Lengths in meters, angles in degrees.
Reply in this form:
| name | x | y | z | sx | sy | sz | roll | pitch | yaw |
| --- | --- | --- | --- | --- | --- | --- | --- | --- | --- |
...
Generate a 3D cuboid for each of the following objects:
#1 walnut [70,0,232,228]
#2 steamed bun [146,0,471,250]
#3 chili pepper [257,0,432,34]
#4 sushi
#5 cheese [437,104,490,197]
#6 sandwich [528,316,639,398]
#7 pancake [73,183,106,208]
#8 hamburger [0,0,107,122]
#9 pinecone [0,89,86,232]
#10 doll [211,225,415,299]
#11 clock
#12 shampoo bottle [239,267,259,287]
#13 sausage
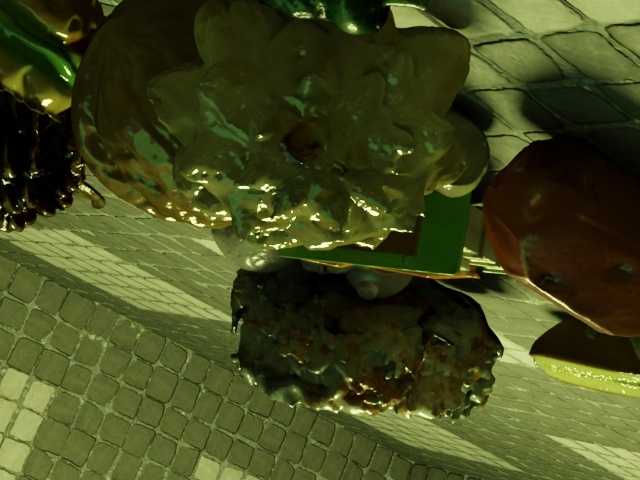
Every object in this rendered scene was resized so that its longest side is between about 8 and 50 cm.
| name | x | y | z | sx | sy | sz | roll | pitch | yaw |
| --- | --- | --- | --- | --- | --- | --- | --- | --- | --- |
| walnut | -0.130 | -0.135 | 1.425 | 0.257 | 0.257 | 0.224 | 31 | -157 | -32 |
| steamed bun | 0.006 | -0.094 | 1.264 | 0.137 | 0.292 | 0.295 | -106 | -4 | -59 |
| chili pepper | -0.036 | -0.238 | 1.148 | 0.270 | 0.099 | 0.136 | 25 | 143 | 15 |
| sushi | 0.060 | 0.139 | 2.044 | 0.418 | 0.175 | 0.417 | 12 | -164 | -3 |
| cheese | 0.052 | -0.111 | 1.546 | 0.163 | 0.082 | 0.286 | 32 | 166 | -34 |
| sandwich | 0.405 | 0.162 | 2.051 | 0.090 | 0.088 | 0.244 | 41 | 163 | -30 |
| pancake | -0.478 | -0.104 | 2.539 | 0.191 | 0.020 | 0.184 | 15 | 166 | 30 |
| hamburger | -0.326 | -0.239 | 1.464 | 0.237 | 0.149 | 0.237 | 32 | -177 | -2 |
| pinecone | -0.432 | -0.120 | 1.963 | 0.257 | 0.243 | 0.243 | 4 | 172 | -16 |
| doll | 0.000 | 0.000 | 1.933 | 0.287 | 0.151 | 0.151 | 19 | 167 | 0 |
| clock | 0.106 | -0.005 | 1.709 | 0.220 | 0.106 | 0.255 | 6 | 173 | 24 |
| shampoo bottle | -0.074 | 0.055 | 2.363 | 0.092 | 0.092 | 0.303 | 19 | 166 | 14 |
| sausage | 0.279 | 0.001 | 1.447 | 0.268 | 0.153 | 0.141 | 30 | -151 | -31 |
